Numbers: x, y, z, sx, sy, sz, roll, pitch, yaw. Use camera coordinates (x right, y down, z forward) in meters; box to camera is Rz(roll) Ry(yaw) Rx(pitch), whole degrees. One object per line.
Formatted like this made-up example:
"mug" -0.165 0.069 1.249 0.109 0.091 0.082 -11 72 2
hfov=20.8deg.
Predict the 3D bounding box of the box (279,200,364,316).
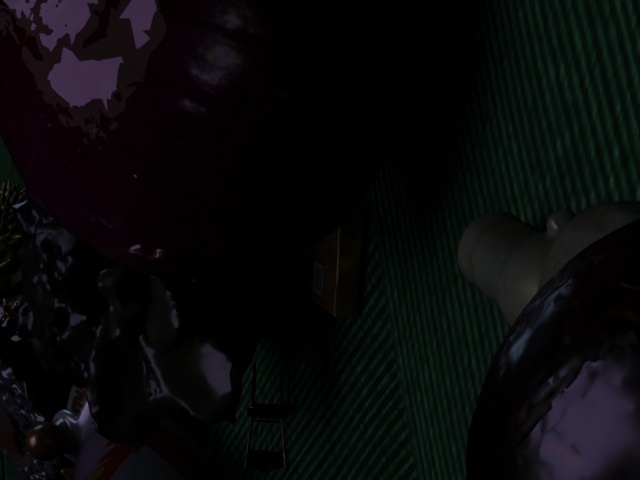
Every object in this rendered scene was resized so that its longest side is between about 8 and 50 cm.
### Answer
"box" 0.000 0.000 1.318 0.156 0.022 0.089 -152 62 -71

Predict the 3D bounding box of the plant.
"plant" -0.139 0.022 1.384 0.312 0.213 0.215 -93 8 -70

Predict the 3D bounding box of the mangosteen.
"mangosteen" 0.147 0.062 0.600 0.217 0.192 0.192 -71 -6 -58

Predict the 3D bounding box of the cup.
"cup" -0.149 0.261 1.539 0.288 0.203 0.203 -125 39 -74

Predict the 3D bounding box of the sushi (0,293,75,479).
"sushi" -0.290 0.149 2.003 0.238 0.219 0.225 -8 118 47

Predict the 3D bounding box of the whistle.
"whistle" 0.124 0.033 0.842 0.258 0.067 0.126 -136 50 -70

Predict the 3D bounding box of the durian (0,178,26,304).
"durian" -0.394 0.055 2.210 0.291 0.291 0.224 113 157 -50

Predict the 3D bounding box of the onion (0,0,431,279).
"onion" -0.116 -0.157 1.113 0.348 0.385 0.348 -41 40 48

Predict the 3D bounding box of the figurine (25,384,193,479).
"figurine" -0.211 0.232 1.732 0.133 0.194 0.274 11 70 37

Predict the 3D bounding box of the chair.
"chair" -0.042 0.145 1.423 0.042 0.037 0.086 114 158 -76
